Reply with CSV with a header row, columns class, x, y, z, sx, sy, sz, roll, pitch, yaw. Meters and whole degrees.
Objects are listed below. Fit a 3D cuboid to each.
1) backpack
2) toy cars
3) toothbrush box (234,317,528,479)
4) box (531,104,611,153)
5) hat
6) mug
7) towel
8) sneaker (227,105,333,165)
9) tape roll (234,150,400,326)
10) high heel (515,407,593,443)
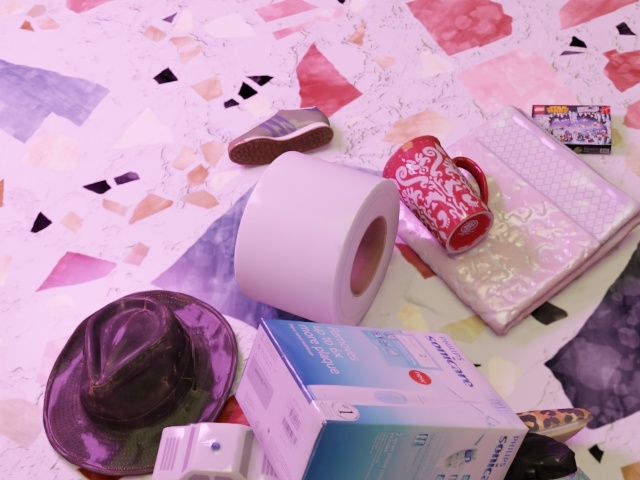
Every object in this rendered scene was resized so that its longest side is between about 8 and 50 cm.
class,x,y,z,sx,sy,sz,roll,pitch,yaw
backpack,0.290,0.349,1.329,0.115,0.152,0.182,-11,96,-10
toy cars,-0.056,0.323,1.229,0.176,0.087,0.393,-39,56,-20
toothbrush box,0.072,0.215,1.292,0.295,0.126,0.216,9,25,-29
box,0.437,-0.195,1.799,0.137,0.027,0.094,1,53,10
hat,-0.287,0.184,1.567,0.331,0.134,0.331,-4,53,5
mug,0.204,-0.080,1.630,0.150,0.113,0.169,-32,57,-6
towel,0.300,-0.049,1.682,0.317,0.053,0.332,-36,55,-10
sneaker,-0.076,-0.194,1.862,0.192,0.064,0.086,-14,45,-2
tape roll,0.000,0.000,1.588,0.169,0.246,0.246,17,58,21
high heel,0.240,0.227,1.477,0.261,0.093,0.186,-17,55,3
